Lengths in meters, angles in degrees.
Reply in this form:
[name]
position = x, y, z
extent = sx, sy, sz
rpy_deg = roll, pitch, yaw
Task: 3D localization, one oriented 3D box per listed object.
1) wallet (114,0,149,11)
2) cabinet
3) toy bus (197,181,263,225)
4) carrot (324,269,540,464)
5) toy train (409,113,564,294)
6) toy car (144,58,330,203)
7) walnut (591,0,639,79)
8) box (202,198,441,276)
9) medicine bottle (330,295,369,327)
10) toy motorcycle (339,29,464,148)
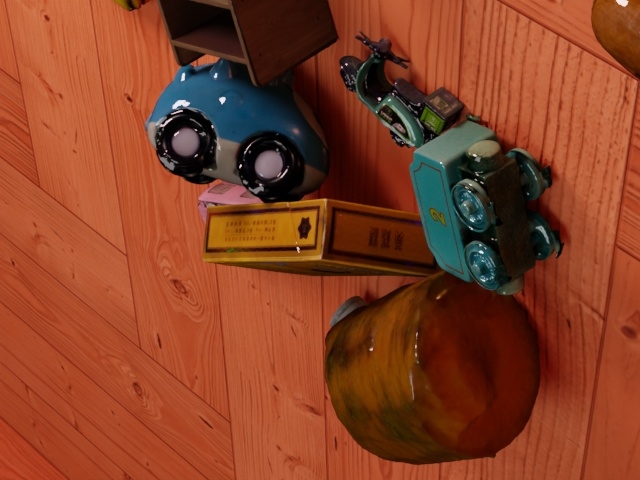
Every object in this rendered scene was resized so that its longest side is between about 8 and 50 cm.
[wallet]
position = -0.313, -0.449, 2.436
extent = 0.141, 0.067, 0.241
rpy_deg = 35, 146, 35
[cabinet]
position = -0.112, -0.328, 2.180
extent = 0.174, 0.148, 0.215
rpy_deg = 19, 135, 46
[toy bus]
position = -0.108, -0.037, 2.574
extent = 0.203, 0.063, 0.090
rpy_deg = 9, 128, 54
[carrot]
position = 0.153, 0.164, 2.216
extent = 0.241, 0.241, 0.340
rpy_deg = 57, 155, -5
[toy train]
position = 0.192, -0.039, 2.074
extent = 0.163, 0.112, 0.203
rpy_deg = 28, 140, 48
[toy car]
position = -0.103, -0.154, 2.317
extent = 0.255, 0.190, 0.188
rpy_deg = 17, 177, 7
[walnut]
position = 0.355, -0.197, 1.675
extent = 0.207, 0.116, 0.116
rpy_deg = 25, 140, 31
[box]
position = 0.000, 0.000, 2.309
extent = 0.301, 0.192, 0.084
rpy_deg = -2, 82, 57
[medicine bottle]
position = 0.119, 0.192, 2.460
extent = 0.258, 0.079, 0.124
rpy_deg = 44, 150, 19
[toy motorcycle]
position = 0.092, -0.184, 2.127
extent = 0.173, 0.058, 0.100
rpy_deg = 43, 142, 17
